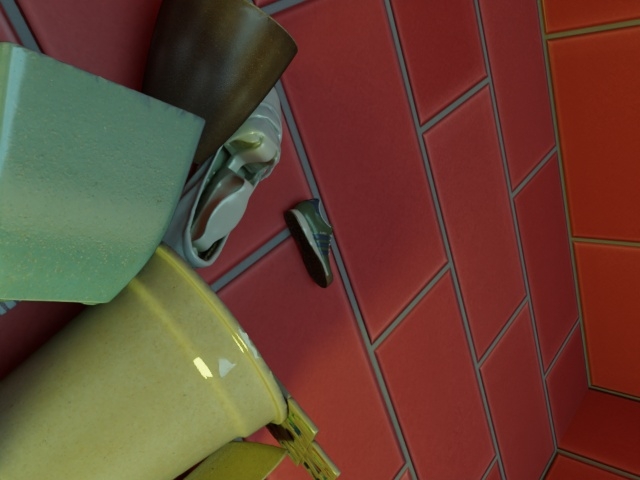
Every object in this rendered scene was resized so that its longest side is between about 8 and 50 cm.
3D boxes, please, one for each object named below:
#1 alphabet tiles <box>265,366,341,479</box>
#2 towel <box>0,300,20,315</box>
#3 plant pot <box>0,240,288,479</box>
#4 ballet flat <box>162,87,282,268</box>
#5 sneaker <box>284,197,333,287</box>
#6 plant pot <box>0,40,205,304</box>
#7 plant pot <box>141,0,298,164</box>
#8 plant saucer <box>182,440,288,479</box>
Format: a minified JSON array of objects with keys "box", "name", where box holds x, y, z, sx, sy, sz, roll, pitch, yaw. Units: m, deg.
[{"box":[-0.094,0.238,0.869,0.011,0.342,0.285,-35,160,-24],"name":"alphabet tiles"},{"box":[-0.480,0.063,0.694,0.197,0.029,0.144,-43,126,-33],"name":"towel"},{"box":[-0.267,0.215,0.757,0.305,0.334,0.334,-37,121,-23],"name":"plant pot"},{"box":[-0.142,-0.116,0.942,0.139,0.139,0.400,42,65,-40],"name":"ballet flat"},{"box":[0.000,0.000,1.148,0.086,0.064,0.192,-39,118,-30],"name":"sneaker"},{"box":[-0.328,-0.060,0.660,0.247,0.248,0.252,13,87,-53],"name":"plant pot"},{"box":[-0.180,-0.242,0.854,0.215,0.215,0.230,25,92,-45],"name":"plant pot"},{"box":[-0.232,0.441,0.852,0.081,0.333,0.332,48,52,10],"name":"plant saucer"}]
